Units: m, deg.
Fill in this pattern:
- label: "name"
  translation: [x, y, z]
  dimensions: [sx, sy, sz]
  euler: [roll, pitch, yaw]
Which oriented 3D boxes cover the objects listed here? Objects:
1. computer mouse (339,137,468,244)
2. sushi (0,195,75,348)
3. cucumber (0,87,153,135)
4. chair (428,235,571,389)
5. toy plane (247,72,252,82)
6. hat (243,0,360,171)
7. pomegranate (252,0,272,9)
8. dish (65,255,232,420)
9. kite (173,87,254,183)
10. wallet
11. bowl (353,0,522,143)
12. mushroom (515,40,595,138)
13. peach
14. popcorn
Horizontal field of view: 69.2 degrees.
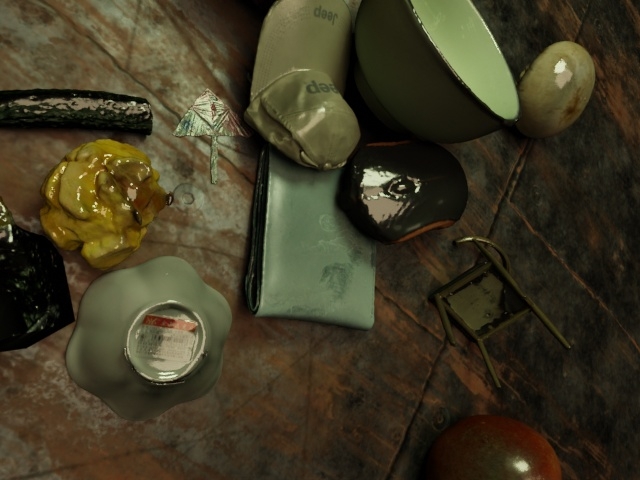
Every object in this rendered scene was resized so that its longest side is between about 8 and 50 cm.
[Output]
- label: "computer mouse"
  translation: [0.176, -0.100, 0.859]
  dimensions: [0.323, 0.116, 0.183]
  euler: [-16, 86, -42]
- label: "sushi"
  translation: [-0.412, 0.026, 0.456]
  dimensions: [0.226, 0.215, 0.213]
  euler: [-12, 86, -12]
- label: "cucumber"
  translation: [-0.331, -0.168, 0.603]
  dimensions: [0.214, 0.052, 0.058]
  euler: [-5, 123, -31]
- label: "chair"
  translation: [0.336, 0.126, 0.938]
  dimensions: [0.188, 0.166, 0.272]
  euler: [43, 22, -20]
- label: "toy plane"
  translation: [-0.088, -0.251, 0.776]
  dimensions: [0.080, 0.033, 0.083]
  euler: [8, 87, -32]
- label: "hat"
  translation: [0.003, -0.246, 0.733]
  dimensions: [0.214, 0.149, 0.245]
  euler: [-14, 137, -39]
- label: "pomegranate"
  translation: [-0.031, -0.522, 0.694]
  dimensions: [0.307, 0.307, 0.308]
  euler: [4, 82, -32]
- label: "dish"
  translation: [-0.213, 0.132, 0.624]
  dimensions: [0.229, 0.081, 0.230]
  euler: [4, 82, -32]
- label: "kite"
  translation: [-0.165, -0.166, 0.734]
  dimensions: [0.137, 0.005, 0.153]
  euler: [-10, 91, -32]
- label: "wallet"
  translation: [-0.001, 0.001, 0.792]
  dimensions: [0.251, 0.054, 0.291]
  euler: [16, 70, -36]
- label: "bowl"
  translation: [0.184, -0.315, 0.836]
  dimensions: [0.353, 0.185, 0.354]
  euler: [24, 51, -34]
- label: "mushroom"
  translation: [0.542, -0.358, 1.112]
  dimensions: [0.226, 0.178, 0.227]
  euler: [-33, 138, -36]
- label: "peach"
  translation: [0.315, 0.448, 0.835]
  dimensions: [0.252, 0.252, 0.253]
  euler: [4, 82, -32]
- label: "popcorn"
  translation: [-0.268, -0.048, 0.580]
  dimensions: [0.148, 0.151, 0.167]
  euler: [47, 49, -67]
